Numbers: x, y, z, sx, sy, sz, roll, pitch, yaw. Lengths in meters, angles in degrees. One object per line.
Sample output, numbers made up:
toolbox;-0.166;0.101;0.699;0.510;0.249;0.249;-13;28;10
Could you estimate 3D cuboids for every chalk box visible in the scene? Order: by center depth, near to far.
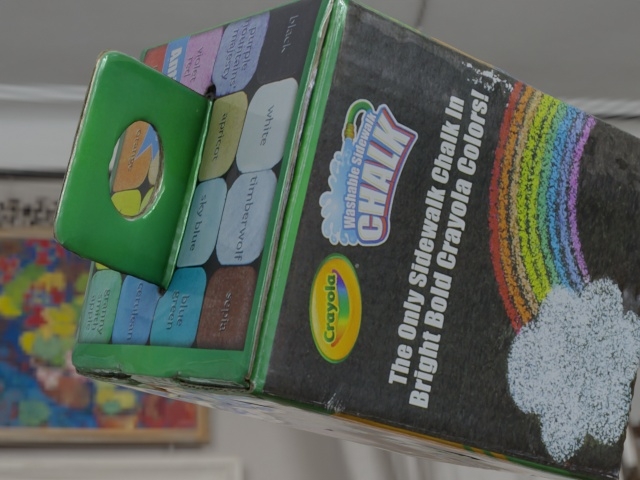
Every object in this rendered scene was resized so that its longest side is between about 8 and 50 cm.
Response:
chalk box;0.000;0.000;0.666;0.289;0.180;0.179;20;-13;-32
